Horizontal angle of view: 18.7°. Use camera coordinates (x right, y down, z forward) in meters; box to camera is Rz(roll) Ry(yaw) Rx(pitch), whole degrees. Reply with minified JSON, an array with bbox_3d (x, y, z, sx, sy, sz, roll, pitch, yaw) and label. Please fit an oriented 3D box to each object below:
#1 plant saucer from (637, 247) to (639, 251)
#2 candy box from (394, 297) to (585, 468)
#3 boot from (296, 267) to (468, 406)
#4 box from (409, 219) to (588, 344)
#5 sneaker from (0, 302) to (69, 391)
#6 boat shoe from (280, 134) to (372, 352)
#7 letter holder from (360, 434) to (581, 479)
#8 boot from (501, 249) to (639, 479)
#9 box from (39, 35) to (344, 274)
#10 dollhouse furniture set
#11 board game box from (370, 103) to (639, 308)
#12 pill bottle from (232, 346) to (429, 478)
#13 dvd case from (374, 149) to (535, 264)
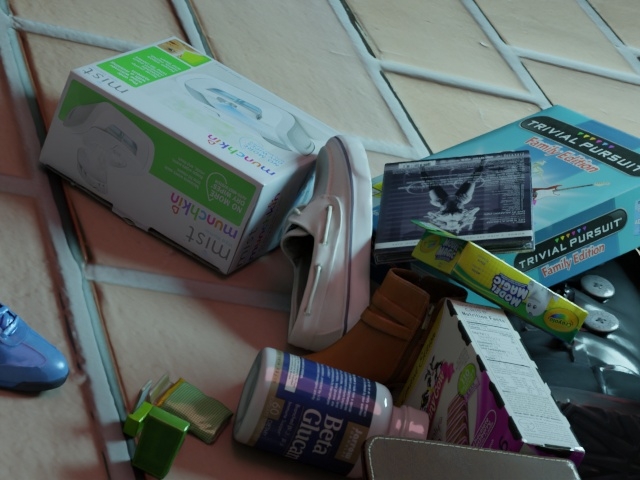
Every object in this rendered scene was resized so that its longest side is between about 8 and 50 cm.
[{"bbox_3d":[0.452,0.057,2.307,0.310,0.050,0.310,46,9,-9],"label":"plant saucer"},{"bbox_3d":[0.149,0.184,1.826,0.071,0.159,0.233,13,27,-22],"label":"candy box"},{"bbox_3d":[0.042,0.095,1.916,0.197,0.152,0.073,6,30,-30],"label":"boot"},{"bbox_3d":[0.169,0.037,1.927,0.179,0.043,0.105,32,-1,-21],"label":"box"},{"bbox_3d":[-0.320,0.067,1.767,0.209,0.082,0.069,25,24,2],"label":"sneaker"},{"bbox_3d":[0.000,0.000,2.059,0.088,0.096,0.267,9,62,-14],"label":"boat shoe"},{"bbox_3d":[0.127,0.313,1.578,0.214,0.152,0.302,11,28,-18],"label":"letter holder"},{"bbox_3d":[0.343,0.142,2.102,0.367,0.146,0.445,20,22,-8],"label":"boot"},{"bbox_3d":[-0.139,-0.098,2.177,0.262,0.127,0.231,31,25,16],"label":"box"},{"bbox_3d":[-0.128,0.154,1.778,0.076,0.059,0.152,26,26,7],"label":"dollhouse furniture set"},{"bbox_3d":[0.210,-0.036,2.163,0.336,0.079,0.254,-23,29,-24],"label":"board game box"},{"bbox_3d":[0.011,0.168,1.820,0.169,0.094,0.094,18,26,-8],"label":"pill bottle"},{"bbox_3d":[0.145,-0.037,2.078,0.164,0.018,0.221,-5,26,8],"label":"dvd case"}]
